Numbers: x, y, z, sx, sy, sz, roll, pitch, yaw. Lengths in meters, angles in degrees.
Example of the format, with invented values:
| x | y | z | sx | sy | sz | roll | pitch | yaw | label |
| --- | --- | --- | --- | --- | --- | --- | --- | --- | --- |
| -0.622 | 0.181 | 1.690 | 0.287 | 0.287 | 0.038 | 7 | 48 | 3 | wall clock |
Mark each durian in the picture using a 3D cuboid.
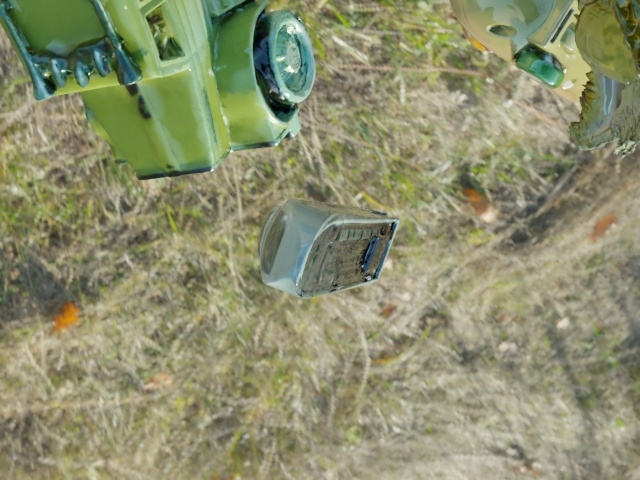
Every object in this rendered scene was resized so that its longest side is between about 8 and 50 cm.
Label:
| x | y | z | sx | sy | sz | roll | pitch | yaw | label |
| --- | --- | --- | --- | --- | --- | --- | --- | --- | --- |
| 0.291 | -0.149 | 0.838 | 0.172 | 0.306 | 0.167 | 5 | 84 | -2 | durian |

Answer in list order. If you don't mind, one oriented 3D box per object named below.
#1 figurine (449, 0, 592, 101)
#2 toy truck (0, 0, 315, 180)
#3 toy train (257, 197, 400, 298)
| x | y | z | sx | sy | sz | roll | pitch | yaw | label |
| --- | --- | --- | --- | --- | --- | --- | --- | --- | --- |
| 0.259 | -0.266 | 1.230 | 0.324 | 0.222 | 0.124 | 17 | 105 | -55 | figurine |
| -0.109 | -0.136 | 0.439 | 0.128 | 0.135 | 0.260 | -4 | 129 | 27 | toy truck |
| 0.000 | 0.000 | 1.020 | 0.088 | 0.407 | 0.087 | 21 | 95 | 12 | toy train |
